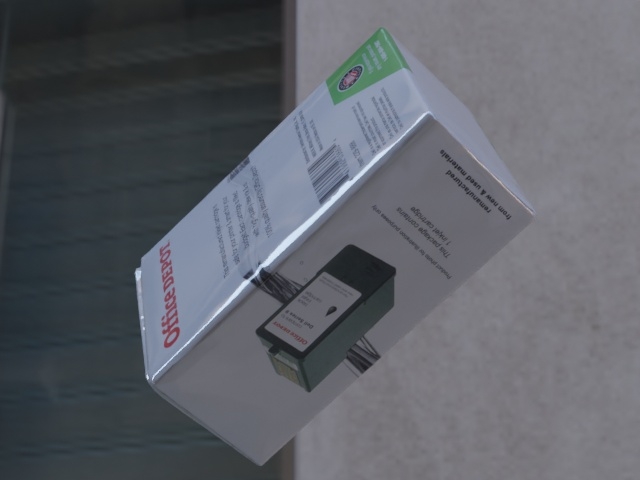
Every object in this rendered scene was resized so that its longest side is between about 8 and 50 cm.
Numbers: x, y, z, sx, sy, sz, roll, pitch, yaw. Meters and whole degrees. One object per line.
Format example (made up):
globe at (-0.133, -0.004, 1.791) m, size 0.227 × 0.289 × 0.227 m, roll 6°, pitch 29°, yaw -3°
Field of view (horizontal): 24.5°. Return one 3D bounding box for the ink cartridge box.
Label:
ink cartridge box at (0.000, 0.000, 1.142) m, size 0.289 × 0.211 × 0.121 m, roll -43°, pitch -65°, yaw 13°
